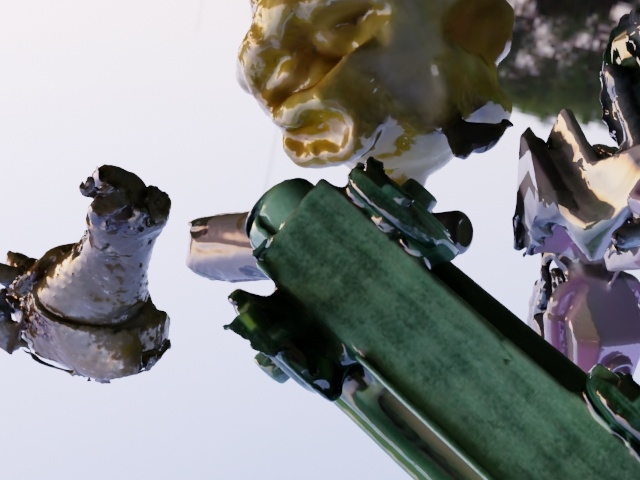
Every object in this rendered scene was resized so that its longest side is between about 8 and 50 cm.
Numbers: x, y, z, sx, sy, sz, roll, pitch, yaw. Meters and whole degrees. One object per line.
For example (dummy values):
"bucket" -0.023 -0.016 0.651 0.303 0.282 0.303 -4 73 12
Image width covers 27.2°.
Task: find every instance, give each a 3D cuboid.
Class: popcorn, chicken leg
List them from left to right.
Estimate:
"chicken leg" -0.147 0.033 0.864 0.125 0.196 0.080 41 -132 -17
"popcorn" 0.064 -0.199 1.342 0.297 0.316 0.281 31 160 -29

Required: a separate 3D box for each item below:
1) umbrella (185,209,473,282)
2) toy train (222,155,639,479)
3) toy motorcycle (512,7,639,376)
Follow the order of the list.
"umbrella" 0.000 0.000 1.283 0.337 0.073 0.067 -5 -179 40
"toy train" 0.085 0.086 0.668 0.301 0.120 0.202 41 178 28
"toy motorcycle" 0.226 0.002 0.975 0.143 0.327 0.188 -3 -145 -18
